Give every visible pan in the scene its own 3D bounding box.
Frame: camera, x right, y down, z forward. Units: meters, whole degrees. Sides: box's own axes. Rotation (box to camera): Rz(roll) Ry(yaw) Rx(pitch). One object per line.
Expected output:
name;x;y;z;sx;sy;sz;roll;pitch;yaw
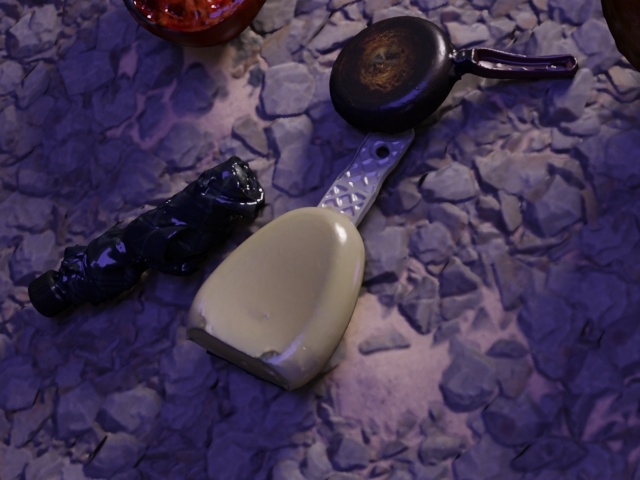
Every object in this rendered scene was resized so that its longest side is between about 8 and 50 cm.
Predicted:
pan;0.106;-0.143;1.396;0.212;0.040;0.115;-3;56;19

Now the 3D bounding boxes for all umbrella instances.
umbrella;-0.148;0.008;1.430;0.224;0.080;0.071;-28;94;14

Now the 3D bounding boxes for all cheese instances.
cheese;0.000;0.000;1.374;0.127;0.054;0.251;24;71;27

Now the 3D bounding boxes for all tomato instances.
tomato;-0.105;-0.240;1.511;0.166;0.082;0.174;6;65;21

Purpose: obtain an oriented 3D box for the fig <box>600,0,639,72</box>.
fig;0.316;-0.195;1.258;0.205;0.205;0.205;-9;64;19
